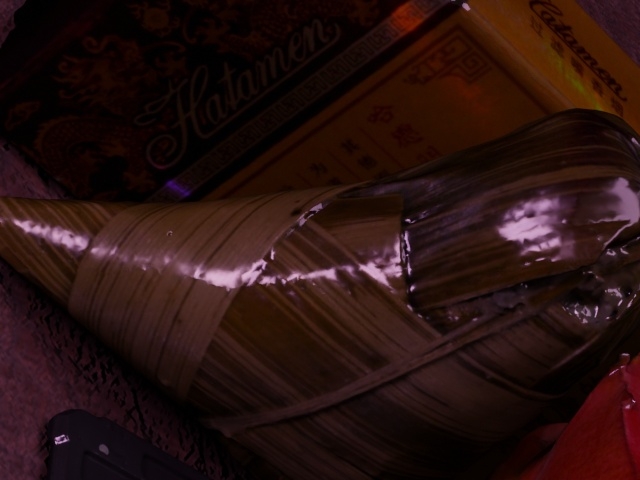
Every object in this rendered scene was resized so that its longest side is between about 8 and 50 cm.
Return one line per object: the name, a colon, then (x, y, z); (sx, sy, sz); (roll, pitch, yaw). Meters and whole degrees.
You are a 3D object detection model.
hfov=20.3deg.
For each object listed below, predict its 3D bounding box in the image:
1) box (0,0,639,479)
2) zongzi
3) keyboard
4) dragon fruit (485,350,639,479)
box: (0.044, -0.044, 1.015); (0.415, 0.264, 0.116); (40, 36, -22)
zongzi: (0.000, 0.000, 0.906); (0.288, 0.286, 0.134); (38, 31, -15)
keyboard: (-0.041, 0.178, 0.930); (0.262, 0.016, 0.106); (35, 37, -30)
dragon fruit: (0.200, 0.217, 0.918); (0.305, 0.226, 0.305); (29, 32, -20)
